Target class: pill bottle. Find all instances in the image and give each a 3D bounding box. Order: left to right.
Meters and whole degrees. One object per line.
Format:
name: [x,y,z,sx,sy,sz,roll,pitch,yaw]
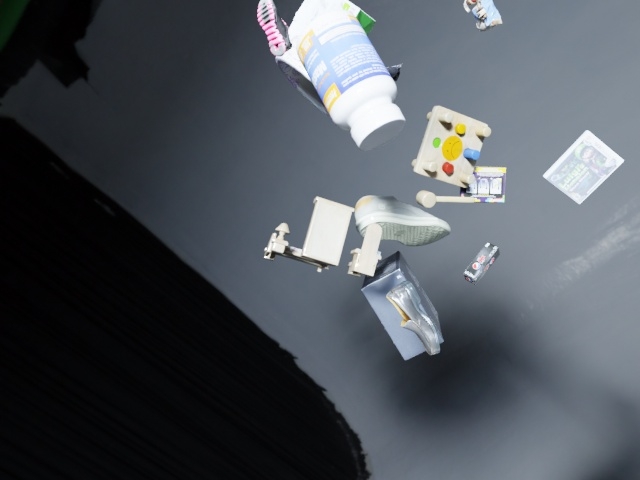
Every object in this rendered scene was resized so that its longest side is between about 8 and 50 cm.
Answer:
pill bottle: [0.069,-0.336,1.013,0.152,0.272,0.152,-25,-13,-6]

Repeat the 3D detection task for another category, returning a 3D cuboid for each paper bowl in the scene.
paper bowl: [0.015,-0.503,1.433,0.148,0.284,0.284,-47,15,2]

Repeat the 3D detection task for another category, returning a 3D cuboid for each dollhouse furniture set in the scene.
dollhouse furniture set: [0.000,0.000,1.481,0.355,0.303,0.173,150,136,-76]

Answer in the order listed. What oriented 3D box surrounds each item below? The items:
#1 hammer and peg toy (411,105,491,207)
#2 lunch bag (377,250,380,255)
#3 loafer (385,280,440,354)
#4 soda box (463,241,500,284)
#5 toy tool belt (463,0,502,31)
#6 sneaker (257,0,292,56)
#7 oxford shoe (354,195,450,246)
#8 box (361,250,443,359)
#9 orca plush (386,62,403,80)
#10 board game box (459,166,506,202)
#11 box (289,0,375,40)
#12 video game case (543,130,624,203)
hammer and peg toy: [0.480,-0.294,1.787,0.127,0.266,0.361,36,112,63]
lunch bag: [0.171,0.071,1.720,0.071,0.053,0.083,-33,25,50]
loafer: [0.200,0.175,1.026,0.061,0.170,0.062,-24,-11,-17]
soda box: [0.642,0.092,1.882,0.053,0.060,0.169,34,78,38]
toy tool belt: [0.338,-0.474,0.970,0.052,0.083,0.051,-40,13,-2]
sneaker: [-0.093,-0.460,1.014,0.047,0.119,0.057,3,31,40]
oxford shoe: [0.289,-0.070,1.621,0.169,0.449,0.130,-40,54,39]
box: [0.339,0.258,1.967,0.179,0.343,0.312,-31,4,13]
orca plush: [0.164,-0.536,1.669,0.287,0.102,0.151,-22,12,-29]
board game box: [0.650,-0.223,1.903,0.048,0.170,0.141,-10,-77,-83]
box: [0.019,-0.736,1.686,0.127,0.231,0.262,-2,-48,-56]
video game case: [0.865,-0.237,1.558,0.190,0.173,0.022,-52,17,23]
